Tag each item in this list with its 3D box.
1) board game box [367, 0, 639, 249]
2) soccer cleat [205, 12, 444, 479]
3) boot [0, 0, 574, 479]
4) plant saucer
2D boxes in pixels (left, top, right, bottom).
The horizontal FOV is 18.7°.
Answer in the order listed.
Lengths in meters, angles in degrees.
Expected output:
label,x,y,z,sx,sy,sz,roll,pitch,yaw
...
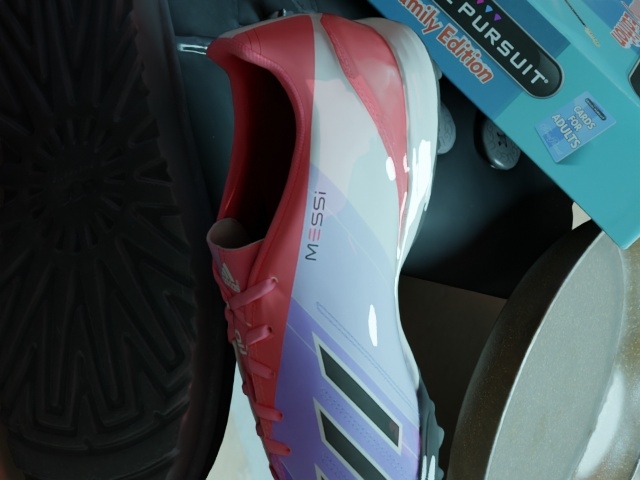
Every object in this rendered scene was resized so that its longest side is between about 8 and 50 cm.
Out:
label,x,y,z,sx,sy,sz,roll,pitch,yaw
board game box,0.126,-0.174,1.291,0.336,0.079,0.254,44,26,-1
soccer cleat,-0.008,0.045,0.977,0.116,0.108,0.318,0,94,-37
boot,0.000,-0.002,1.202,0.445,0.146,0.367,11,72,-54
plant saucer,0.166,0.115,1.343,0.310,0.050,0.311,-39,138,-46
